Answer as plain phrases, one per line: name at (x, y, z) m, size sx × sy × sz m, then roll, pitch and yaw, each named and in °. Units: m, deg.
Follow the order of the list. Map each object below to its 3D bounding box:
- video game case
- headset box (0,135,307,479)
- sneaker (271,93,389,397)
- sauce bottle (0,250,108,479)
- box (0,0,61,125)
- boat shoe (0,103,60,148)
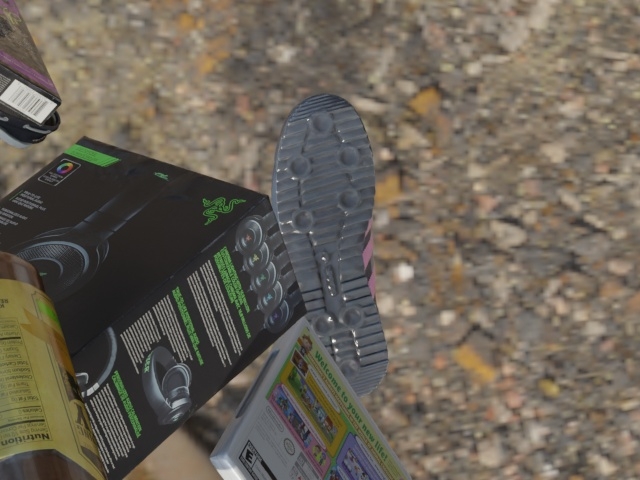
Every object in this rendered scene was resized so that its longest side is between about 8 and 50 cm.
video game case at (-0.003, 0.207, 1.596) m, size 0.023 × 0.193 × 0.212 m, roll -17°, pitch 118°, yaw 34°
headset box at (-0.188, 0.051, 1.485) m, size 0.246 × 0.283 × 0.131 m, roll 19°, pitch 139°, yaw 42°
sneaker at (0.000, 0.000, 1.853) m, size 0.131 × 0.112 × 0.319 m, roll -133°, pitch 39°, yaw -74°
sauce bottle at (-0.197, 0.161, 1.173) m, size 0.111 × 0.111 × 0.344 m, roll -49°, pitch 46°, yaw 31°
box at (-0.256, -0.158, 1.277) m, size 0.029 × 0.116 × 0.162 m, roll -46°, pitch 40°, yaw 15°
boat shoe at (-0.246, -0.109, 1.313) m, size 0.038 × 0.125 × 0.046 m, roll -21°, pitch 49°, yaw 33°
